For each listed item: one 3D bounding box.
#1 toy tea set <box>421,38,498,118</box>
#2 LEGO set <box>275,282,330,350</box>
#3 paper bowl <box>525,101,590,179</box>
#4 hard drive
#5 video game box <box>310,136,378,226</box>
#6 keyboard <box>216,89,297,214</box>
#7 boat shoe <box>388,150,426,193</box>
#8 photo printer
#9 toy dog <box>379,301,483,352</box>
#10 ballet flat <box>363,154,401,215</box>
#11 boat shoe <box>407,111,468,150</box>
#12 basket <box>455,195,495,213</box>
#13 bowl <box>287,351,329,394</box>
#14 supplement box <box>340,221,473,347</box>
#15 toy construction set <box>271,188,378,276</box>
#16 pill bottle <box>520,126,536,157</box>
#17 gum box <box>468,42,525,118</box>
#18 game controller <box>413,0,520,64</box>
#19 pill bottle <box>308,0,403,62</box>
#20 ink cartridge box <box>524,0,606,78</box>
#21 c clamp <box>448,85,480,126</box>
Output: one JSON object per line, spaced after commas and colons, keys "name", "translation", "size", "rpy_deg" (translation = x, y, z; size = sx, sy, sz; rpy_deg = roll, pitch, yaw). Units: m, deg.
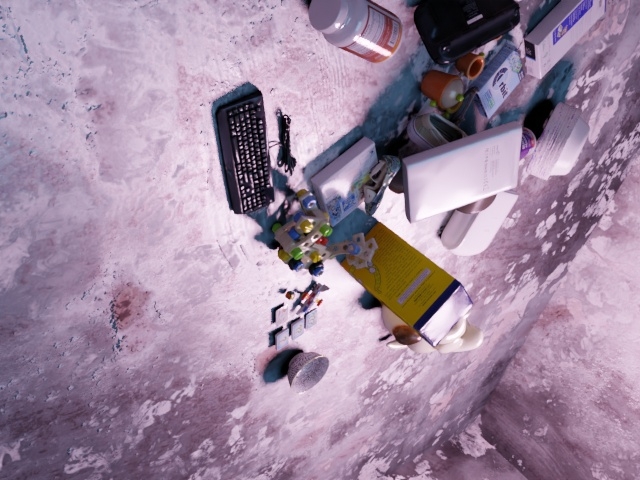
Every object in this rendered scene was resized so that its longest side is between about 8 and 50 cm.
{"name": "toy tea set", "translation": [0.422, -0.495, 1.708], "size": [0.200, 0.124, 0.335], "rpy_deg": [4, 120, -49]}
{"name": "LEGO set", "translation": [-0.060, 0.235, 1.932], "size": [0.183, 0.060, 0.244], "rpy_deg": [-29, 141, -33]}
{"name": "paper bowl", "translation": [0.889, -0.357, 2.261], "size": [0.284, 0.148, 0.284], "rpy_deg": [-57, 162, -29]}
{"name": "hard drive", "translation": [0.412, -0.195, 1.784], "size": [0.353, 0.047, 0.232], "rpy_deg": [-20, 136, -7]}
{"name": "video game box", "translation": [0.079, -0.163, 1.712], "size": [0.205, 0.048, 0.187], "rpy_deg": [-39, 143, -15]}
{"name": "keyboard", "translation": [-0.137, -0.207, 1.446], "size": [0.202, 0.033, 0.317], "rpy_deg": [-31, 142, -25]}
{"name": "boat shoe", "translation": [0.338, -0.211, 1.894], "size": [0.325, 0.123, 0.116], "rpy_deg": [-27, 142, -27]}
{"name": "photo printer", "translation": [0.596, -0.077, 2.314], "size": [0.256, 0.107, 0.307], "rpy_deg": [5, 118, -50]}
{"name": "toy dog", "translation": [0.378, 0.281, 2.320], "size": [0.396, 0.284, 0.408], "rpy_deg": [-20, 156, 23]}
{"name": "ballet flat", "translation": [0.157, -0.159, 1.721], "size": [0.070, 0.070, 0.188], "rpy_deg": [5, 117, -50]}
{"name": "boat shoe", "translation": [0.392, -0.279, 1.792], "size": [0.303, 0.094, 0.109], "rpy_deg": [22, 71, -26]}
{"name": "basket", "translation": [0.530, -0.221, 2.011], "size": [0.204, 0.154, 0.226], "rpy_deg": [-48, 163, -19]}
{"name": "bowl", "translation": [-0.057, 0.440, 2.106], "size": [0.170, 0.080, 0.170], "rpy_deg": [-29, 141, -26]}
{"name": "supplement box", "translation": [0.273, 0.138, 1.939], "size": [0.195, 0.357, 0.194], "rpy_deg": [-48, 145, -2]}
{"name": "toy construction set", "translation": [0.000, 0.000, 1.692], "size": [0.328, 0.151, 0.215], "rpy_deg": [27, 110, -42]}
{"name": "pill bottle", "translation": [0.661, -0.328, 2.146], "size": [0.194, 0.108, 0.108], "rpy_deg": [-22, 137, -34]}
{"name": "gum box", "translation": [0.560, -0.502, 1.928], "size": [0.184, 0.041, 0.157], "rpy_deg": [-50, 145, 2]}
{"name": "game controller", "translation": [0.384, -0.581, 1.580], "size": [0.319, 0.166, 0.067], "rpy_deg": [-32, -178, -22]}
{"name": "pill bottle", "translation": [0.078, -0.477, 1.347], "size": [0.216, 0.121, 0.121], "rpy_deg": [4, 119, -49]}
{"name": "ink cartridge box", "translation": [0.799, -0.700, 1.986], "size": [0.333, 0.065, 0.165], "rpy_deg": [-44, 145, -5]}
{"name": "c clamp", "translation": [0.431, -0.398, 1.815], "size": [0.160, 0.022, 0.137], "rpy_deg": [-62, -171, -14]}
